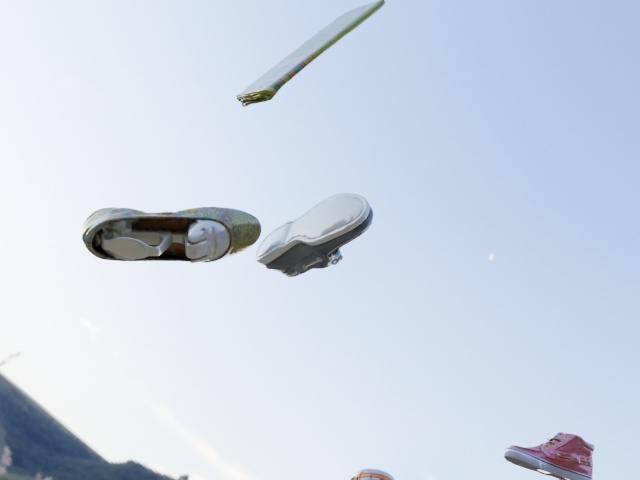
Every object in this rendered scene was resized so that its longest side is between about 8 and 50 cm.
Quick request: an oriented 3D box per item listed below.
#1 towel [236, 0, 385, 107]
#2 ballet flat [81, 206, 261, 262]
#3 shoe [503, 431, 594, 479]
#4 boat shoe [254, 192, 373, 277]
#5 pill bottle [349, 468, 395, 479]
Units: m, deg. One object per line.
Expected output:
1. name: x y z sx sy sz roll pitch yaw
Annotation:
1. towel: -0.012 -0.268 0.869 0.102 0.237 0.021 13 -39 56
2. ballet flat: -0.288 -0.002 1.195 0.348 0.123 0.123 2 -33 -11
3. shoe: 0.424 0.390 1.123 0.178 0.081 0.063 21 -22 -7
4. boat shoe: 0.000 0.000 1.192 0.099 0.116 0.319 40 -40 -25
5. pill bottle: 0.086 0.477 1.033 0.086 0.152 0.086 4 -49 5
